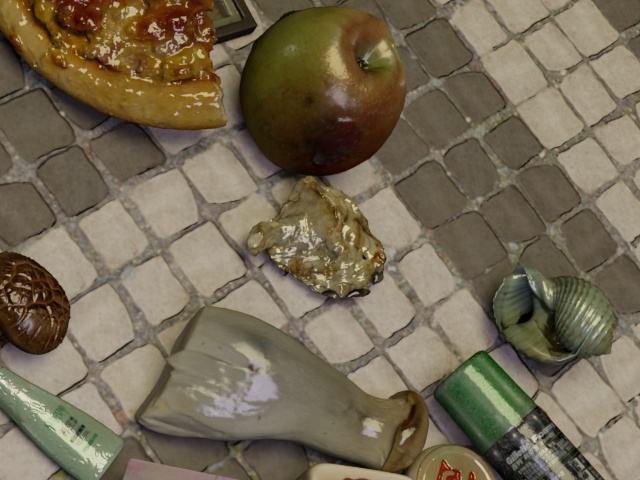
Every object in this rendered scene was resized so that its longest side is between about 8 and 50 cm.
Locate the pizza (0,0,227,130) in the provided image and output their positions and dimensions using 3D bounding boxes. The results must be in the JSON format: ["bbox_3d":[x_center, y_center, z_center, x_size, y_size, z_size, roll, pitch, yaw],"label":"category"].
[{"bbox_3d":[-0.250,-0.294,2.016,0.278,0.114,0.409,-42,87,-18],"label":"pizza"}]

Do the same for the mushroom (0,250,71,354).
[{"bbox_3d":[-0.332,0.069,1.826,0.126,0.085,0.109,48,55,-4],"label":"mushroom"}]

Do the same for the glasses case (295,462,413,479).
[{"bbox_3d":[0.036,0.423,1.827,0.144,0.076,0.336,11,62,-20],"label":"glasses case"}]

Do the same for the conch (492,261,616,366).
[{"bbox_3d":[0.299,0.106,2.093,0.153,0.102,0.135,26,63,28],"label":"conch"}]

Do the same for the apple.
[{"bbox_3d":[-0.002,-0.187,2.046,0.174,0.188,0.207,-34,86,-38],"label":"apple"}]

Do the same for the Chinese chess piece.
[{"bbox_3d":[0.154,0.303,1.956,0.122,0.051,0.122,11,61,-21],"label":"Chinese chess piece"}]

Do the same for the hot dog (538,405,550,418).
[{"bbox_3d":[0.256,0.234,2.047,0.083,0.035,0.058,1,72,-24],"label":"hot dog"}]

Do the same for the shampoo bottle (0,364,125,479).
[{"bbox_3d":[-0.308,0.190,1.804,0.191,0.041,0.069,38,61,-3],"label":"shampoo bottle"}]

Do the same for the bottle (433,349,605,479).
[{"bbox_3d":[0.274,0.279,1.966,0.093,0.093,0.330,-34,78,-34],"label":"bottle"}]

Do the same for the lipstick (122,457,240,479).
[{"bbox_3d":[-0.060,0.307,1.780,0.317,0.066,0.068,11,64,4],"label":"lipstick"}]

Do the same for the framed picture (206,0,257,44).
[{"bbox_3d":[-0.181,-0.305,2.119,0.168,0.023,0.128,-21,76,-31],"label":"framed picture"}]

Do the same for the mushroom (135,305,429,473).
[{"bbox_3d":[-0.037,0.190,1.901,0.329,0.122,0.159,22,95,-13],"label":"mushroom"}]

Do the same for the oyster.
[{"bbox_3d":[0.000,0.000,2.022,0.191,0.081,0.163,-17,78,-27],"label":"oyster"}]
